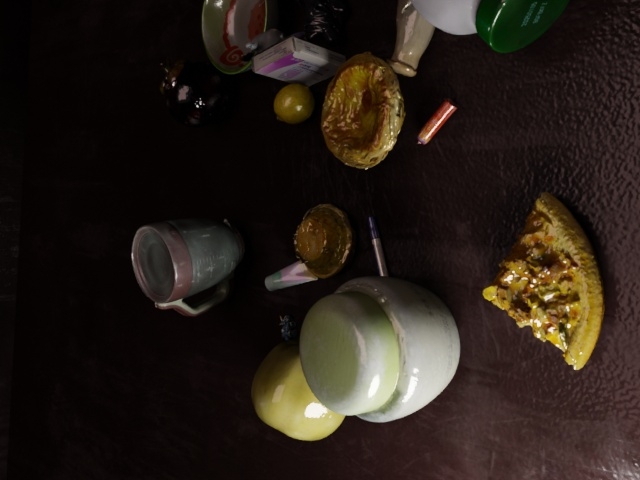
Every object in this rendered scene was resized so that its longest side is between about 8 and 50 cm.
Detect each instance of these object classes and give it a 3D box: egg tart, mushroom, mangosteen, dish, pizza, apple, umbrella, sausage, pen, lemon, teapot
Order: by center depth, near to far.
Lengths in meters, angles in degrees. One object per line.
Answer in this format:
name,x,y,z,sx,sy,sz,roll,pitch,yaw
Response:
pizza,0.478,0.075,1.337,0.258,0.087,0.268,39,113,35
sausage,0.269,-0.276,1.581,0.129,0.034,0.034,-50,57,31
mushroom,0.223,-0.516,1.593,0.108,0.096,0.246,14,102,22
egg tart,0.119,-0.319,1.669,0.295,0.116,0.294,4,94,53
pen,0.148,0.036,1.699,0.025,0.025,0.204,-24,72,42
apple,-0.053,0.382,1.736,0.262,0.262,0.262,-1,88,45
egg tart,0.000,0.000,1.802,0.213,0.090,0.212,-7,80,42
umbrella,-0.013,-0.645,1.824,0.110,0.122,0.272,87,159,-69
lemon,-0.075,-0.379,1.872,0.133,0.109,0.109,-42,61,30
dish,-0.216,-0.660,2.015,0.324,0.124,0.323,9,102,46
teapot,-0.371,0.080,2.020,0.233,0.312,0.314,22,116,42
mangosteen,-0.414,-0.480,2.122,0.250,0.211,0.211,39,120,2

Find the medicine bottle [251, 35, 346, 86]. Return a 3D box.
medicine bottle,-0.055,-0.475,1.790,0.171,0.201,0.052,-11,79,43

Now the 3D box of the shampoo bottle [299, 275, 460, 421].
shampoo bottle,0.139,0.238,1.512,0.323,0.318,0.322,10,102,53

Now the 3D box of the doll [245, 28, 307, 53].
doll,-0.123,-0.539,1.844,0.102,0.228,0.075,-26,87,44

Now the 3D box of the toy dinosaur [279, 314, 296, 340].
toy dinosaur,-0.096,0.256,1.929,0.047,0.031,0.083,-18,75,44

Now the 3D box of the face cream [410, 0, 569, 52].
face cream,0.331,-0.581,1.397,0.312,0.220,0.357,-48,61,25

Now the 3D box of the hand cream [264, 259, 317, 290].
hand cream,-0.081,0.098,1.916,0.174,0.047,0.076,-21,71,33

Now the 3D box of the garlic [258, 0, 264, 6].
garlic,-0.010,-0.724,1.721,0.339,0.151,0.196,-2,86,16
